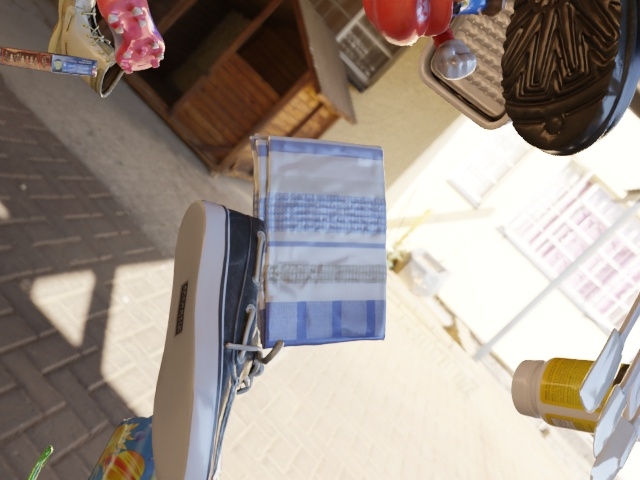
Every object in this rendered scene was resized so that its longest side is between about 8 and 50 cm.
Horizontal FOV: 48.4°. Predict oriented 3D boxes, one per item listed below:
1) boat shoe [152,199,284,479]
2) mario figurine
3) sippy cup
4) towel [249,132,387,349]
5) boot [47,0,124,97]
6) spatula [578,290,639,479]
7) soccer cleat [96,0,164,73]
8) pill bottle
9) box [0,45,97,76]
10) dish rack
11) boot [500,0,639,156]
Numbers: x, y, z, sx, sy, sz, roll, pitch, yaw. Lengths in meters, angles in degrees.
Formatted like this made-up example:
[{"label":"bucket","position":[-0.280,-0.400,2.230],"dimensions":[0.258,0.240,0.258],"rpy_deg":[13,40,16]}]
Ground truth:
[{"label":"boat shoe","position":[-0.103,0.112,0.736],"dimensions":[0.104,0.113,0.307],"rpy_deg":[15,60,-29]},{"label":"mario figurine","position":[0.196,-0.359,1.012],"dimensions":[0.198,0.170,0.320],"rpy_deg":[45,43,5]},{"label":"sippy cup","position":[-0.245,0.382,1.015],"dimensions":[0.305,0.239,0.224],"rpy_deg":[50,40,-40]},{"label":"towel","position":[0.000,0.000,0.972],"dimensions":[0.209,0.285,0.034],"rpy_deg":[0,-3,-28]},{"label":"boot","position":[-0.456,-0.417,1.438],"dimensions":[0.165,0.213,0.077],"rpy_deg":[38,30,15]},{"label":"spatula","position":[0.316,0.124,0.714],"dimensions":[0.019,0.242,0.168],"rpy_deg":[7,-49,43]},{"label":"soccer cleat","position":[-0.294,-0.338,1.097],"dimensions":[0.248,0.082,0.095],"rpy_deg":[121,-47,-80]},{"label":"pill bottle","position":[0.426,0.252,1.159],"dimensions":[0.208,0.119,0.119],"rpy_deg":[-2,-34,48]},{"label":"box","position":[-0.418,-0.268,1.062],"dimensions":[0.136,0.027,0.094],"rpy_deg":[13,13,22]},{"label":"dish rack","position":[0.363,-0.408,1.409],"dimensions":[0.072,0.333,0.285],"rpy_deg":[5,34,-44]},{"label":"boot","position":[0.331,-0.215,0.729],"dimensions":[0.260,0.348,0.131],"rpy_deg":[20,-18,-29]}]
